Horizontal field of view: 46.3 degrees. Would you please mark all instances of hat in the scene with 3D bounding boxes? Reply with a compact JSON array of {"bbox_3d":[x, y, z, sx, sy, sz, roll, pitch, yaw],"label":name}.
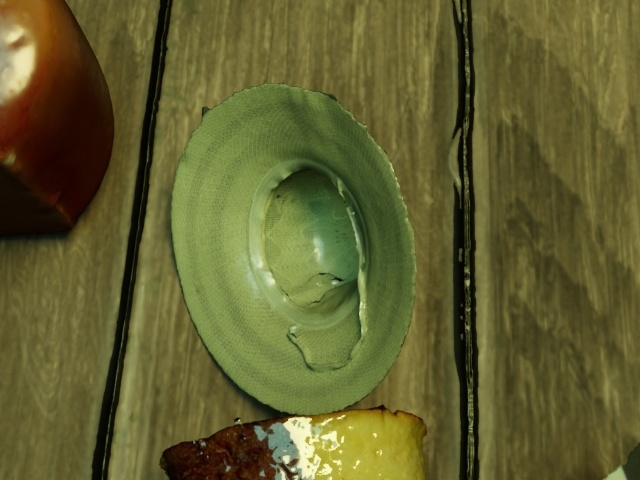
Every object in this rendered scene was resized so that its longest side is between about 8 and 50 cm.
[{"bbox_3d":[0.000,0.000,0.584,0.110,0.252,0.252,-10,66,-47],"label":"hat"}]

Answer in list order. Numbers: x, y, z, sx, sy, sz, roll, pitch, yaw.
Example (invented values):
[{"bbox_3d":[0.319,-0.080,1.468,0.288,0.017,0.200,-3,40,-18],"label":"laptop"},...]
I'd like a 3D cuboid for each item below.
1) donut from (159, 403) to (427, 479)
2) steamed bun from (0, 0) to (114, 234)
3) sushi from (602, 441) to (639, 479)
[{"bbox_3d":[-0.014,0.168,0.506,0.184,0.166,0.073,-2,58,-14],"label":"donut"},{"bbox_3d":[-0.359,-0.143,0.574,0.379,0.235,0.248,-1,75,1],"label":"steamed bun"},{"bbox_3d":[0.120,0.334,0.456,0.373,0.100,0.296,-26,94,-30],"label":"sushi"}]
